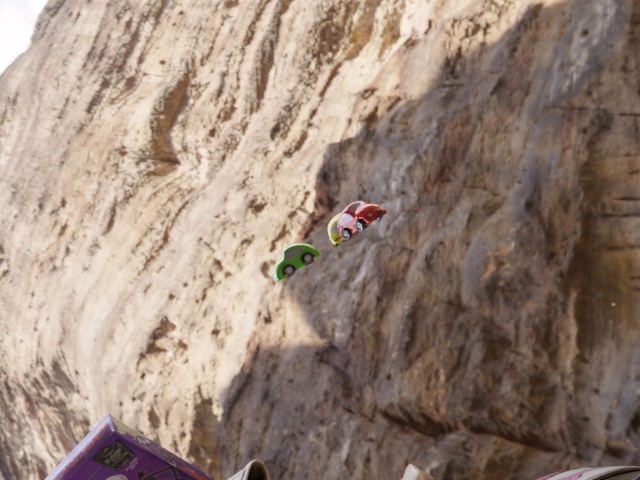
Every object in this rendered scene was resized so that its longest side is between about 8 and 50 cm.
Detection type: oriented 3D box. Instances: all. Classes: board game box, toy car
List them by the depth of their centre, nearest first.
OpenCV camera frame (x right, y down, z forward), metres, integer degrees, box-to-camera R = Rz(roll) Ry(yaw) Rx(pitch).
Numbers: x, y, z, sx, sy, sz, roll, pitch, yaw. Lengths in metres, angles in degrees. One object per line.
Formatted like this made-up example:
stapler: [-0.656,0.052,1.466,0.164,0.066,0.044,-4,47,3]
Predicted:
board game box: [-0.323,0.411,0.905,0.347,0.056,0.208,-47,-59,-3]
toy car: [0.000,0.000,1.269,0.225,0.239,0.053,-32,-91,-8]

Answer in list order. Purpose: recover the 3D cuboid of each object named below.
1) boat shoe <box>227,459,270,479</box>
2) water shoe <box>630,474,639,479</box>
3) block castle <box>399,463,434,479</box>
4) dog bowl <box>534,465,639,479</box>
boat shoe: [-0.125,0.515,1.227,0.109,0.302,0.098,36,-78,-18]
water shoe: [0.386,0.314,0.788,0.203,0.080,0.073,-52,-29,-33]
block castle: [0.123,0.649,1.214,0.453,0.303,0.213,-50,-1,28]
dog bowl: [0.380,0.494,0.912,0.408,0.150,0.407,1,-95,-15]
